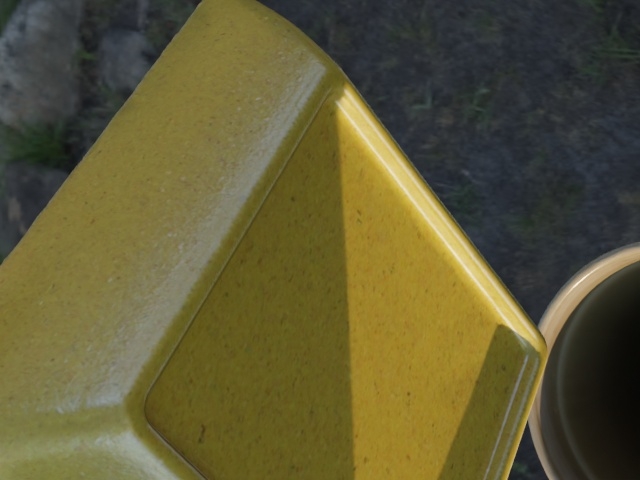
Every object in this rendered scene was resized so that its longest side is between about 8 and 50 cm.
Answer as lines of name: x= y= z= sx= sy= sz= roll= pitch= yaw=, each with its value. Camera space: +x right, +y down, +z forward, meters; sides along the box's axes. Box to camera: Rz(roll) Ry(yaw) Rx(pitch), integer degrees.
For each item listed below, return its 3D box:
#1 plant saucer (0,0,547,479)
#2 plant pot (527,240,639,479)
plant saucer: x=0.003 y=0.074 z=0.588 sx=0.081 sy=0.333 sz=0.333 roll=-13 pitch=128 yaw=42
plant pot: x=0.425 y=0.159 z=1.194 sx=0.323 sy=0.280 sz=0.323 roll=0 pitch=90 yaw=39
